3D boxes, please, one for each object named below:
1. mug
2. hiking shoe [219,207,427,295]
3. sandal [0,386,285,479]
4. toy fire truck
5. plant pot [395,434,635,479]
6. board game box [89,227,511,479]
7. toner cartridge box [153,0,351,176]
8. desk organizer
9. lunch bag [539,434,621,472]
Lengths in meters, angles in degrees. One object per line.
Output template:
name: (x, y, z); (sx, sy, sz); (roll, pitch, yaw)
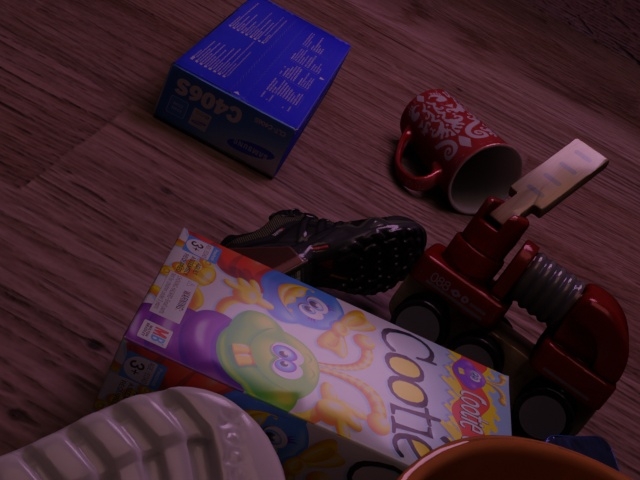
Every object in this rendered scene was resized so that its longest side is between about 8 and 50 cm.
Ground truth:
mug: (0.173, -0.133, 1.211); (0.150, 0.113, 0.169); (9, 34, -33)
hiking shoe: (0.000, 0.000, 0.882); (0.227, 0.086, 0.114); (-9, 38, -30)
sandal: (-0.202, 0.202, 0.440); (0.417, 0.102, 0.169); (-13, 64, -31)
toy fire truck: (0.220, 0.035, 0.862); (0.217, 0.246, 0.158); (36, 18, 11)
plant pot: (0.106, 0.280, 0.468); (0.291, 0.203, 0.290); (22, 32, -15)
board game box: (-0.015, 0.132, 0.643); (0.275, 0.142, 0.144); (25, 32, -6)
toner cartridge box: (-0.075, -0.218, 1.164); (0.165, 0.075, 0.347); (27, 31, -1)
desk organizer: (-0.042, 0.053, 0.745); (0.047, 0.130, 0.050); (-28, 55, -21)
lunch bag: (0.213, 0.215, 0.783); (0.099, 0.065, 0.067); (10, 53, -30)
